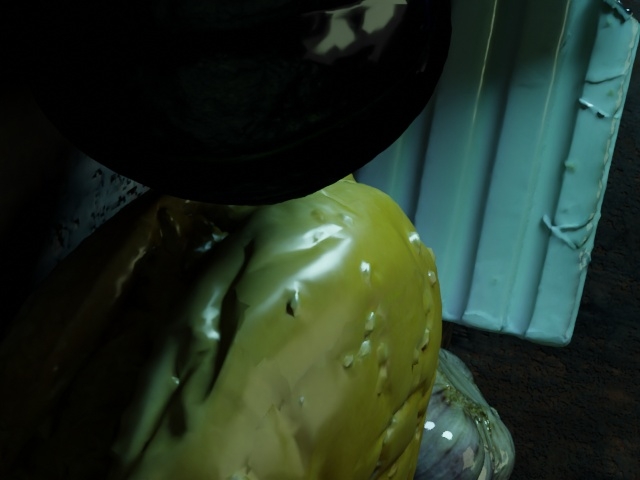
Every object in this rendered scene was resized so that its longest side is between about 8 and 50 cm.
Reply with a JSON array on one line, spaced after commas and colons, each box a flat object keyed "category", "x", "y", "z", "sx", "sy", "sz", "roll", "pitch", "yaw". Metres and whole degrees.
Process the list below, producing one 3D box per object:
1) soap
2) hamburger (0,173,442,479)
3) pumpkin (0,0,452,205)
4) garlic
[{"category": "soap", "x": 0.181, "y": -0.132, "z": 1.308, "sx": 0.156, "sy": 0.261, "sz": 0.446, "roll": -53, "pitch": 152, "yaw": -64}, {"category": "hamburger", "x": -0.040, "y": 0.096, "z": 0.638, "sx": 0.319, "sy": 0.158, "sz": 0.319, "roll": -49, "pitch": 152, "yaw": -37}, {"category": "pumpkin", "x": 0.002, "y": -0.133, "z": 0.481, "sx": 0.248, "sy": 0.248, "sz": 0.248, "roll": 13, "pitch": 90, "yaw": -79}, {"category": "garlic", "x": 0.090, "y": 0.194, "z": 1.297, "sx": 0.160, "sy": 0.245, "sz": 0.245, "roll": -41, "pitch": 172, "yaw": 8}]
